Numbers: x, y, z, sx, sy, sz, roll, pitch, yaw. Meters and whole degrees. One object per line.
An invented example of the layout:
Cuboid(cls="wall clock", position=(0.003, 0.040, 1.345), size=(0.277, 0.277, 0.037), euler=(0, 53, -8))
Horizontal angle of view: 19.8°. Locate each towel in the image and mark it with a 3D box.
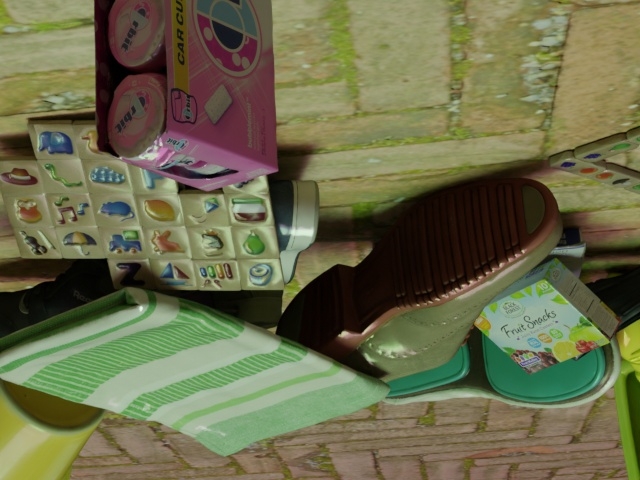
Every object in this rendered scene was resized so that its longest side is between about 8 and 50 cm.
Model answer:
Cuboid(cls="towel", position=(-0.131, 0.133, 1.799), size=(0.248, 0.038, 0.325), euler=(-23, 144, 39))

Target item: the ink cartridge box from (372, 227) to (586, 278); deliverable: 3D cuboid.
Cuboid(cls="ink cartridge box", position=(0.167, 0.028, 1.966), size=(0.223, 0.045, 0.224), euler=(-4, 162, 1))

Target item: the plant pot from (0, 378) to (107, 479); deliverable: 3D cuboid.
Cuboid(cls="plant pot", position=(-0.376, 0.208, 2.167), size=(0.254, 0.254, 0.239), euler=(11, 143, -40))

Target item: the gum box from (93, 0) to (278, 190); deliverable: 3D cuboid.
Cuboid(cls="gum box", position=(-0.085, -0.127, 1.160), size=(0.062, 0.188, 0.107), euler=(-15, 160, 34))

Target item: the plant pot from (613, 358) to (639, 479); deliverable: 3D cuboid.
Cuboid(cls="plant pot", position=(0.556, 0.252, 2.488), size=(0.227, 0.228, 0.207), euler=(-18, 165, 40))

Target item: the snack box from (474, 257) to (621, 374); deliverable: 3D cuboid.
Cuboid(cls="snack box", position=(0.233, 0.081, 1.928), size=(0.100, 0.037, 0.141), euler=(43, 145, -11))

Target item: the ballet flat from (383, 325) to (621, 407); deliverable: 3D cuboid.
Cuboid(cls="ballet flat", position=(0.221, 0.131, 2.196), size=(0.139, 0.139, 0.400), euler=(13, 165, -42))

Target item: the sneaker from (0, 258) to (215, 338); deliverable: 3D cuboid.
Cuboid(cls="sneaker", position=(-0.234, 0.052, 1.910), size=(0.283, 0.124, 0.107), euler=(3, -158, 23))

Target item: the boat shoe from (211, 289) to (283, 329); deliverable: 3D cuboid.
Cuboid(cls="boat shoe", position=(-0.153, 0.075, 1.981), size=(0.109, 0.094, 0.302), euler=(11, 158, -39))

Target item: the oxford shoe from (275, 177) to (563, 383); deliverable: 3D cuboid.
Cuboid(cls="oxford shoe", position=(0.115, 0.049, 1.812), size=(0.348, 0.123, 0.130), euler=(-29, 134, 36))

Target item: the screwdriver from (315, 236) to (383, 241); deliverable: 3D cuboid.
Cuboid(cls="screwdriver", position=(0.000, 0.000, 1.888), size=(0.170, 0.024, 0.025), euler=(1, -169, -18))

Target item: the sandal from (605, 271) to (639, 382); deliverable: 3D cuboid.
Cuboid(cls="sandal", position=(0.431, 0.112, 2.173), size=(0.138, 0.126, 0.317), euler=(-12, 163, 15))

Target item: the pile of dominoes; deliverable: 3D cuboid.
Cuboid(cls="pile of dominoes", position=(0.366, -0.060, 1.718), size=(0.251, 0.040, 0.196), euler=(13, 157, -43))

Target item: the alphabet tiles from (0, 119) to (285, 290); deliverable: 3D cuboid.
Cuboid(cls="alphabet tiles", position=(-0.159, -0.028, 1.598), size=(0.237, 0.009, 0.198), euler=(0, 134, 9))

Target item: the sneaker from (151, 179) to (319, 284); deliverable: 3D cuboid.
Cuboid(cls="sneaker", position=(-0.097, -0.012, 1.720), size=(0.163, 0.086, 0.226), euler=(1, 164, -8))

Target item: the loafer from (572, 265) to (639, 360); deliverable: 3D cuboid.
Cuboid(cls="loafer", position=(0.357, 0.066, 1.999), size=(0.223, 0.078, 0.076), euler=(-21, 163, -6))
